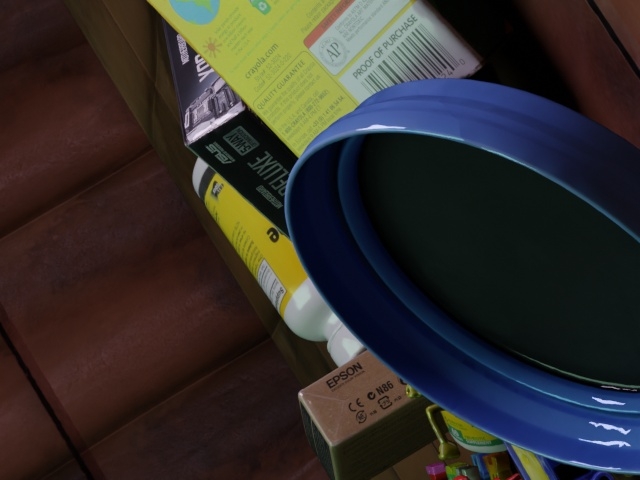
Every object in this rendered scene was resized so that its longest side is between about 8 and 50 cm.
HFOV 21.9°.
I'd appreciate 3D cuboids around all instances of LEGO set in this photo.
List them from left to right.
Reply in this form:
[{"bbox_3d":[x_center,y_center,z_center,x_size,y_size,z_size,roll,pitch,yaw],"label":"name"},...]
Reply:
[{"bbox_3d":[0.219,0.340,2.237,0.227,0.087,0.093,141,113,-79],"label":"LEGO set"}]

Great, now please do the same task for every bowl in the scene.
[{"bbox_3d":[0.157,0.030,1.293,0.391,0.077,0.391,27,150,17],"label":"bowl"}]

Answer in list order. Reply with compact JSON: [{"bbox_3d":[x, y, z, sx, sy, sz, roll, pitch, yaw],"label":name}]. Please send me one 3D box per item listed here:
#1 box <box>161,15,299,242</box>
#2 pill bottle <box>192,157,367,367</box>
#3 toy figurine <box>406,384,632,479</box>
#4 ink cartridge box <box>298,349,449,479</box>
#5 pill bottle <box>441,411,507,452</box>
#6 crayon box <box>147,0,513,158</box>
[{"bbox_3d":[-0.066,-0.160,1.769,0.242,0.077,0.307,43,-156,-45],"label":"box"},{"bbox_3d":[0.000,0.000,2.042,0.334,0.188,0.188,54,168,22],"label":"pill bottle"},{"bbox_3d":[0.213,0.223,1.717,0.362,0.191,0.217,60,174,3],"label":"toy figurine"},{"bbox_3d":[0.096,0.189,1.994,0.088,0.235,0.193,55,168,23],"label":"ink cartridge box"},{"bbox_3d":[0.167,0.122,1.798,0.117,0.118,0.208,45,162,53],"label":"pill bottle"},{"bbox_3d":[-0.021,-0.217,1.376,0.318,0.081,0.202,47,129,-2],"label":"crayon box"}]
